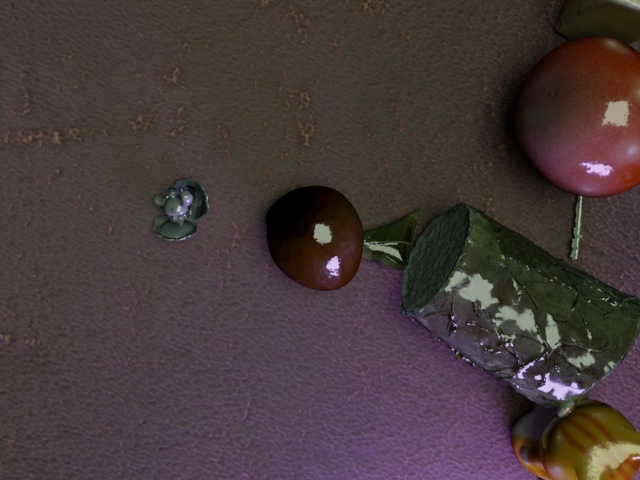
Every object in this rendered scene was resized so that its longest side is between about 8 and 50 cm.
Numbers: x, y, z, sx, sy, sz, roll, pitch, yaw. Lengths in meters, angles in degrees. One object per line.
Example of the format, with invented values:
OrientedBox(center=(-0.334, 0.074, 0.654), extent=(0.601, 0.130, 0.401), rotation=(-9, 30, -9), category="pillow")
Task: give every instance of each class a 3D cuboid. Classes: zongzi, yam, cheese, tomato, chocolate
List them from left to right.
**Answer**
OrientedBox(center=(0.000, 0.000, 1.483), extent=(0.177, 0.177, 0.177), rotation=(-1, 92, -13), category="chocolate")
OrientedBox(center=(0.105, -0.016, 1.565), extent=(0.104, 0.052, 0.113), rotation=(18, 75, -7), category="zongzi")
OrientedBox(center=(0.314, 0.105, 1.524), extent=(0.348, 0.241, 0.241), rotation=(31, 86, -10), category="yam")
OrientedBox(center=(0.435, -0.198, 1.518), extent=(0.224, 0.256, 0.256), rotation=(16, 89, -37), category="tomato")
OrientedBox(center=(0.519, -0.457, 1.536), extent=(0.124, 0.242, 0.265), rotation=(27, 86, -3), category="cheese")

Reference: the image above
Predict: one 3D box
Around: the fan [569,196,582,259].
OrientedBox(center=(0.455, -0.129, 1.653), extent=(0.191, 0.009, 0.329), rotation=(3, 90, -11), category="fan")

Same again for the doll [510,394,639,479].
OrientedBox(center=(0.417, 0.334, 1.550), extent=(0.162, 0.269, 0.166), rotation=(40, 84, 4), category="doll")

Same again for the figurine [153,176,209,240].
OrientedBox(center=(-0.220, -0.052, 1.474), extent=(0.082, 0.094, 0.086), rotation=(-27, 134, -47), category="figurine")
